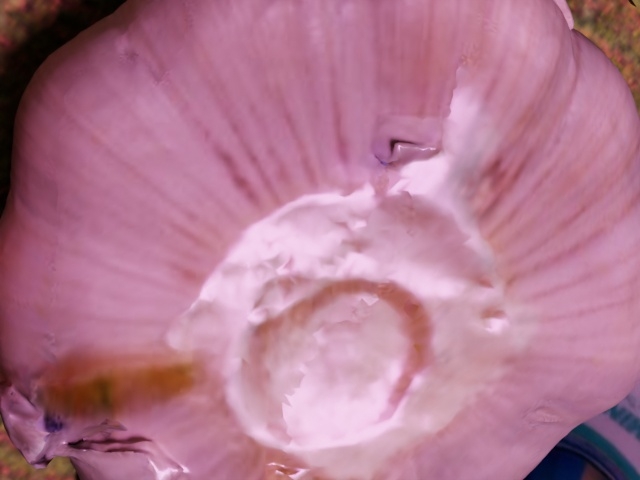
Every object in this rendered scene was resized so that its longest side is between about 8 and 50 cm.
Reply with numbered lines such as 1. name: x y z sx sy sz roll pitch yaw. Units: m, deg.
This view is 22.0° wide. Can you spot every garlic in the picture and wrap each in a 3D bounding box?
1. garlic: 0.004 0.003 0.756 0.322 0.241 0.322 -18 125 -28

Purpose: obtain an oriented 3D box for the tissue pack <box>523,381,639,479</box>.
1. tissue pack: 0.198 0.192 0.983 0.162 0.287 0.388 -11 122 -29
